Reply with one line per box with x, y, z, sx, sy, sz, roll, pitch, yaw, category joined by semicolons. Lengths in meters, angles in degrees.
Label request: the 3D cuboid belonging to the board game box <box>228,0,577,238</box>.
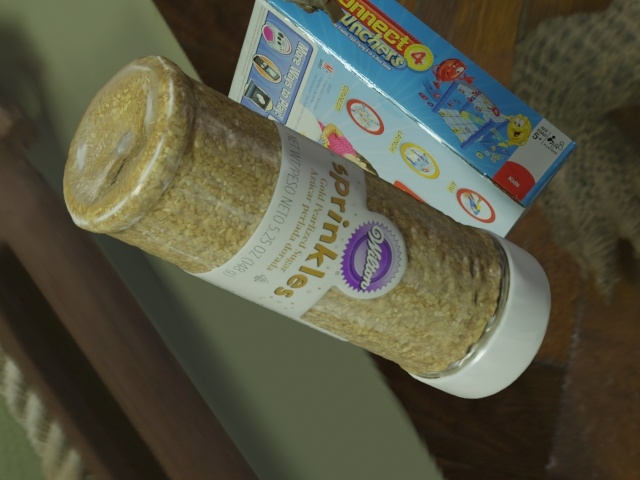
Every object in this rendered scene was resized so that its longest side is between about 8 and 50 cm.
0.057;-0.092;1.516;0.302;0.308;0.086;39;66;5;board game box

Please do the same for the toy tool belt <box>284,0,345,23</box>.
0.007;-0.203;1.163;0.051;0.052;0.083;27;73;-11;toy tool belt

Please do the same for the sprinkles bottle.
0.000;0.000;1.086;0.355;0.121;0.121;26;79;-35;sprinkles bottle
